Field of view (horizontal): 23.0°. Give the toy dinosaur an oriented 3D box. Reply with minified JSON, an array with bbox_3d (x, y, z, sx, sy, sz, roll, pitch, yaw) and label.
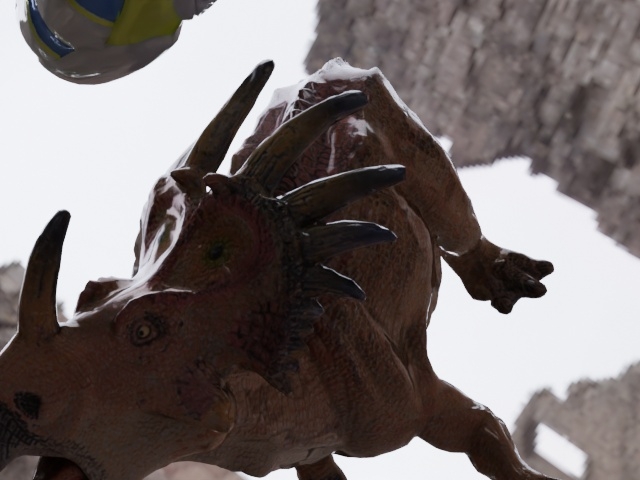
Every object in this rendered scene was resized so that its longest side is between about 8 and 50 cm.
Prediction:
[{"bbox_3d":[0.000,0.000,0.564,0.127,0.295,0.200,-21,-59,19],"label":"toy dinosaur"}]

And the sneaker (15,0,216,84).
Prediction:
[{"bbox_3d":[-0.051,-0.144,0.383,0.126,0.091,0.240,21,-49,-22],"label":"sneaker"}]
